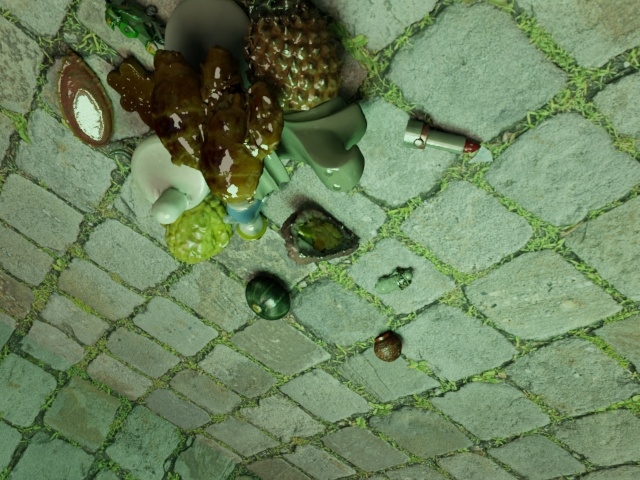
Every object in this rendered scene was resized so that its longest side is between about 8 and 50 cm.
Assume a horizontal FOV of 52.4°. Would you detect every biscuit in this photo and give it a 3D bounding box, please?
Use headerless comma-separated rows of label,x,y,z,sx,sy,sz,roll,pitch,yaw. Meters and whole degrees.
biscuit,-0.472,-0.389,1.780,0.180,0.039,0.236,-20,124,36

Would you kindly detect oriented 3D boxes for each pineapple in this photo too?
pineapple,-0.085,-0.467,1.411,0.223,0.223,0.357,-2,123,27

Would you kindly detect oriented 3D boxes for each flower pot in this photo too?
flower pot,-0.060,-0.236,1.581,0.367,0.254,0.164,-2,146,24

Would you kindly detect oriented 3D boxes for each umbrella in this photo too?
umbrella,0.228,0.126,1.990,0.143,0.062,0.067,-32,85,44

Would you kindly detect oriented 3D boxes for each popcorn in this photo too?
popcorn,-0.382,-0.063,1.974,0.237,0.206,0.251,-31,85,58

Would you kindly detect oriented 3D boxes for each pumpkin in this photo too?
pumpkin,-0.176,0.196,2.194,0.167,0.125,0.167,21,126,32

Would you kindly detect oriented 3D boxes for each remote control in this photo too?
remote control,-0.266,-0.410,1.538,0.221,0.103,0.332,10,105,10

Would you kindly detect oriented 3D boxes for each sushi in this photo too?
sushi,-0.008,-0.018,1.898,0.107,0.241,0.161,-30,74,55

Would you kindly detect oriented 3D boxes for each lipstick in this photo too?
lipstick,0.295,-0.240,1.572,0.186,0.057,0.063,14,138,7

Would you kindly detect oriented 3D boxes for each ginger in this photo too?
ginger,-0.236,-0.265,1.416,0.357,0.152,0.274,42,127,8

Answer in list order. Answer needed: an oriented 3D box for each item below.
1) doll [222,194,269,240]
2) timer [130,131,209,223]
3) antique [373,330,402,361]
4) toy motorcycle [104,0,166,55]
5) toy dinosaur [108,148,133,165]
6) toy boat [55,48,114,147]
doll,-0.217,-0.080,1.929,0.098,0.135,0.241,18,150,16
timer,-0.410,-0.184,1.786,0.233,0.240,0.233,6,120,10
antique,0.229,0.364,2.205,0.104,0.104,0.104,13,138,12
toy motorcycle,-0.449,-0.526,1.573,0.190,0.106,0.074,34,139,-9
toy dinosaur,-0.532,-0.191,2.001,0.247,0.075,0.188,23,149,-8
toy boat,-0.663,-0.378,1.843,0.141,0.099,0.318,-19,137,-14
